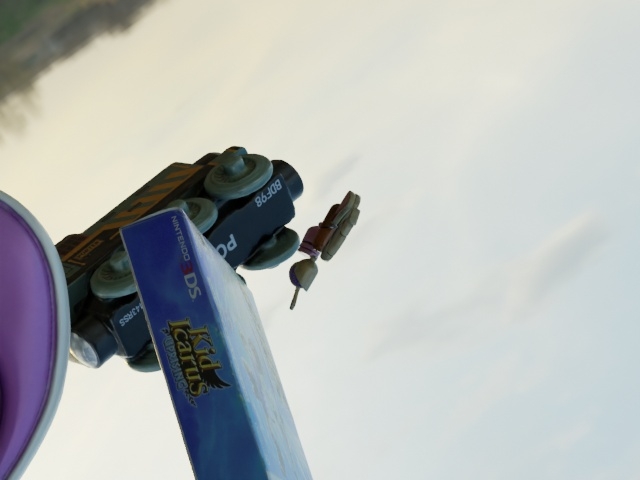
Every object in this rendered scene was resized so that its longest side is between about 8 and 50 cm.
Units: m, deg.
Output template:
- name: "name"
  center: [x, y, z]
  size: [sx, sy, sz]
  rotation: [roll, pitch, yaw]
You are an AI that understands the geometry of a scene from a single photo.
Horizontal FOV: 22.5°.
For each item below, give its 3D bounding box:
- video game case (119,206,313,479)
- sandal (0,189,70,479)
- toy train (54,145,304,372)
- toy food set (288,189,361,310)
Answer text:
- name: "video game case"
  center: [-0.071, 0.135, 1.340]
  size: [0.061, 0.269, 0.244]
  rotation: [-21, 159, 3]
- name: "sandal"
  center: [-0.296, 0.162, 1.159]
  size: [0.102, 0.169, 0.416]
  rotation: [-115, -135, -83]
- name: "toy train"
  center: [-0.169, 0.012, 1.712]
  size: [0.190, 0.142, 0.334]
  rotation: [12, -136, 42]
- name: "toy food set"
  center: [0.000, 0.000, 1.354]
  size: [0.122, 0.019, 0.078]
  rotation: [-55, -169, 36]
